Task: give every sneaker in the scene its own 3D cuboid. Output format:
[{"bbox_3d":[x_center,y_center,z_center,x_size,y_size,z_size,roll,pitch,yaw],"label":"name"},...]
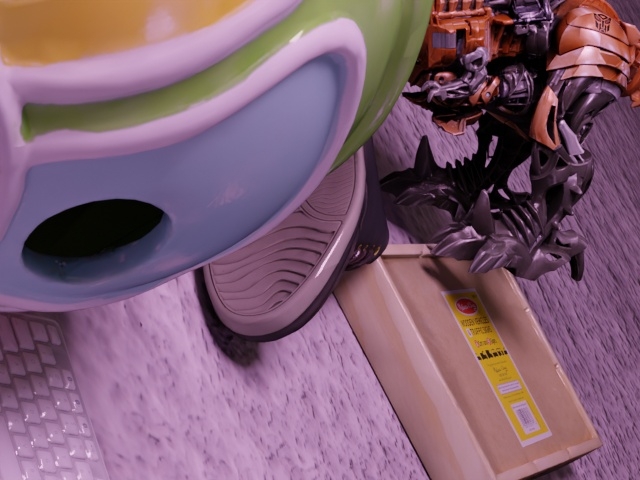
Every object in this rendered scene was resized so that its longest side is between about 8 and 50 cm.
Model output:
[{"bbox_3d":[0.000,0.000,1.052,0.222,0.083,0.118,-74,155,-46],"label":"sneaker"}]

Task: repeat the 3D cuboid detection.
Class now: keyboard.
[{"bbox_3d":[-0.090,0.136,0.725,0.072,0.014,0.256,25,38,-58],"label":"keyboard"}]

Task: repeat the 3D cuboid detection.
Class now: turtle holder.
[{"bbox_3d":[-0.073,-0.101,0.683,0.227,0.320,0.243,-44,109,-45],"label":"turtle holder"}]

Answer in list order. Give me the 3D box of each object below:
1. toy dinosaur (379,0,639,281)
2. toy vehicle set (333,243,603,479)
[{"bbox_3d":[0.141,-0.095,1.238,0.322,0.218,0.164,20,14,1],"label":"toy dinosaur"},{"bbox_3d":[0.102,0.082,1.247,0.166,0.035,0.267,63,19,11],"label":"toy vehicle set"}]
